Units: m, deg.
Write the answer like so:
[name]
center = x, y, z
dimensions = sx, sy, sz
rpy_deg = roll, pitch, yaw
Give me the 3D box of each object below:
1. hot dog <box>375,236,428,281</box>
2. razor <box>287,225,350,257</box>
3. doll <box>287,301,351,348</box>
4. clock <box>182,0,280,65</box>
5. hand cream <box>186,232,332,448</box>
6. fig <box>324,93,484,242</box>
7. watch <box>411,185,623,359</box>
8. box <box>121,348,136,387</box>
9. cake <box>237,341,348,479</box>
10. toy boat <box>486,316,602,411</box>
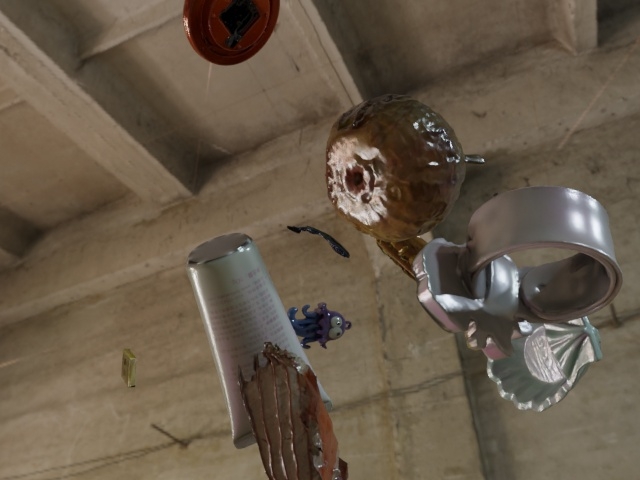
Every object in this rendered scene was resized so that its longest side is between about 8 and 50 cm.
[hot dog]
center = 0.232, 0.047, 1.488
dimensions = 0.269, 0.072, 0.115
rpy_deg = 37, -18, -16
[razor]
center = 0.001, -0.004, 1.254
dimensions = 0.044, 0.154, 0.028
rpy_deg = 24, -89, -57
[doll]
center = -0.024, 0.200, 1.436
dimensions = 0.205, 0.067, 0.110
rpy_deg = -1, -84, -15
[clock]
center = -0.160, -0.423, 1.144
dimensions = 0.205, 0.051, 0.205
rpy_deg = -30, -38, -27
[hand cream]
center = -0.115, 0.168, 1.049
dimensions = 0.185, 0.118, 0.359
rpy_deg = -20, -76, -11
[fig]
center = 0.196, -0.142, 1.239
dimensions = 0.368, 0.286, 0.286
rpy_deg = -7, -31, -41
[watch]
center = 0.277, 0.040, 0.854
dimensions = 0.244, 0.196, 0.231
rpy_deg = 28, -40, -25
[box]
center = -0.489, 0.324, 1.577
dimensions = 0.020, 0.073, 0.149
rpy_deg = 3, 0, -25
[cake]
center = -0.038, 0.286, 0.905
dimensions = 0.098, 0.135, 0.287
rpy_deg = -19, -78, 21
[toy boat]
center = 0.429, 0.212, 1.175
dimensions = 0.100, 0.200, 0.290
rpy_deg = -10, -20, -23
